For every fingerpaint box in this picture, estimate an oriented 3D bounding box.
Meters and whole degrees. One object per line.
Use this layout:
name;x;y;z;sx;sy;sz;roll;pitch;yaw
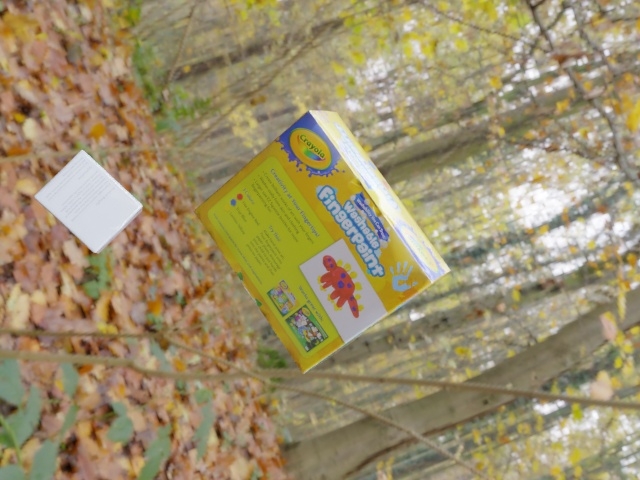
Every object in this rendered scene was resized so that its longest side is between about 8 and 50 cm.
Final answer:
fingerpaint box;0.000;0.000;1.773;0.444;0.371;0.163;54;23;8

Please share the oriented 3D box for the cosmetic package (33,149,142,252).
cosmetic package;-0.524;-0.084;1.827;0.183;0.151;0.151;45;-10;-9
